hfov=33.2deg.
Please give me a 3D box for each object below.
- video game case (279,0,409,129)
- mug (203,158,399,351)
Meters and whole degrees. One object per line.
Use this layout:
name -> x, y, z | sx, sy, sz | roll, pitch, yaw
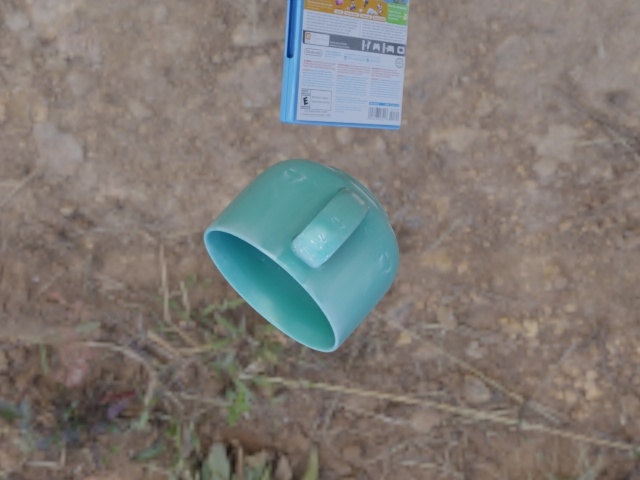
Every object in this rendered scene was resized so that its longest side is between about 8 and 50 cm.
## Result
video game case -> 0.022, -0.164, 0.759 | 0.015, 0.166, 0.119 | 10, -171, 42
mug -> 0.002, 0.006, 0.779 | 0.158, 0.097, 0.129 | 15, 146, 51
